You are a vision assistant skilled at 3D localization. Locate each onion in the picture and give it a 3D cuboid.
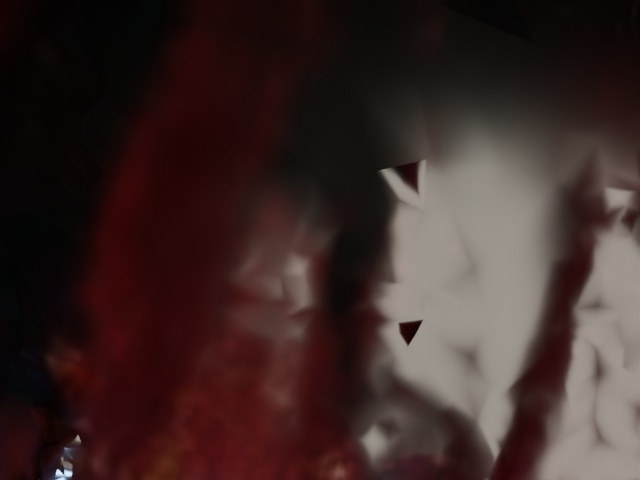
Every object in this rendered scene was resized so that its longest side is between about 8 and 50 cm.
[{"bbox_3d":[0.000,0.000,0.362,0.280,0.146,0.314,22,94,-22],"label":"onion"}]
